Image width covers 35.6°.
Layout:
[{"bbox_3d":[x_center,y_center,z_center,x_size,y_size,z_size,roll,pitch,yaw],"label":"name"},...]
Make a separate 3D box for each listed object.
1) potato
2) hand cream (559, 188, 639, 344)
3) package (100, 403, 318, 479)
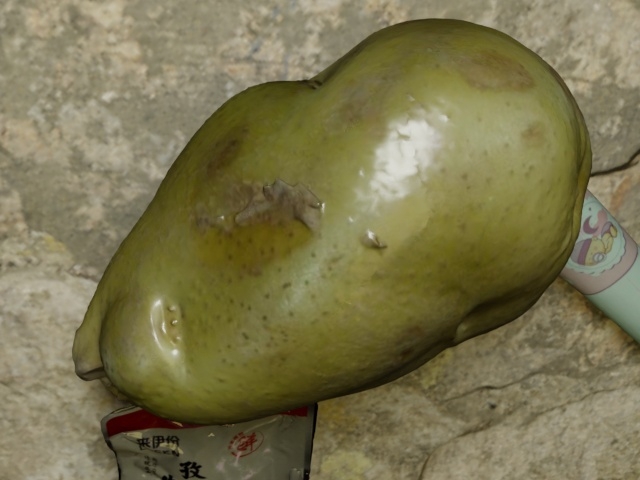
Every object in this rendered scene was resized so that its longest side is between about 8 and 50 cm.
[{"bbox_3d":[0.001,0.001,0.621,0.351,0.218,0.202,-32,122,3],"label":"potato"},{"bbox_3d":[0.213,0.007,0.786,0.331,0.058,0.085,39,116,-24],"label":"hand cream"},{"bbox_3d":[-0.084,0.196,0.766,0.154,0.030,0.239,-5,130,-11],"label":"package"}]
